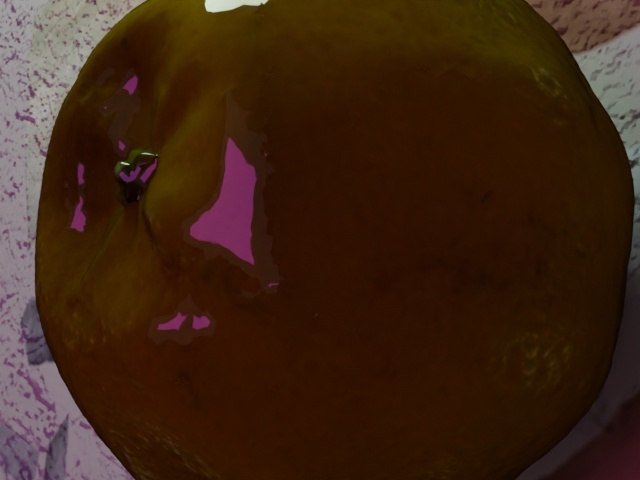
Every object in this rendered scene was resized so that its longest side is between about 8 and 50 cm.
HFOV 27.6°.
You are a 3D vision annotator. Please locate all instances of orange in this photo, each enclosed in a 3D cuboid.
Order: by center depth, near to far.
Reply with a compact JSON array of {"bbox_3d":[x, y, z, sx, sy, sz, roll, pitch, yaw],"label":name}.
[{"bbox_3d":[0.000,0.000,0.588,0.279,0.235,0.279,-10,73,36],"label":"orange"}]
